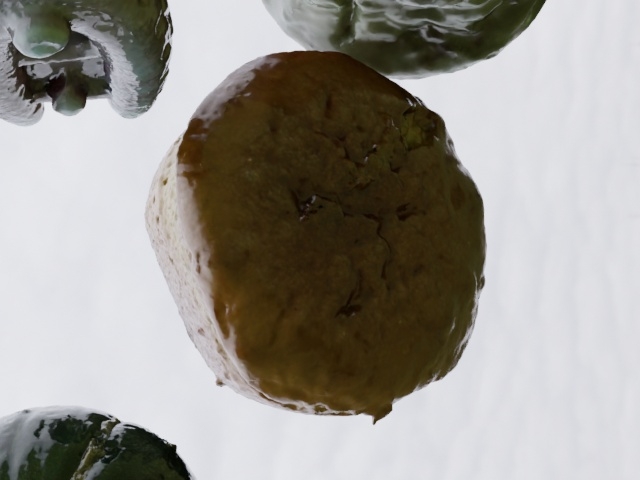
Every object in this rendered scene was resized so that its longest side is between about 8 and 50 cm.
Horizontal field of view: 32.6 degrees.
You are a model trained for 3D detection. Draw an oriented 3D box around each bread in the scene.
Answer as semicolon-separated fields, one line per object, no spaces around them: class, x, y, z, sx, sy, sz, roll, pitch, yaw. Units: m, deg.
bread;-0.001;-0.006;0.922;0.312;0.172;0.312;7;-103;-32

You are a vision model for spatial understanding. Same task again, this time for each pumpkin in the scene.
pumpkin;-0.166;0.197;0.706;0.146;0.190;0.190;6;-91;-65

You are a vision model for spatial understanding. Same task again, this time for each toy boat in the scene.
toy boat;-0.177;-0.128;0.743;0.227;0.155;0.085;104;162;-68

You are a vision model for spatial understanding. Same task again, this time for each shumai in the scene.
shumai;0.048;-0.314;0.897;0.323;0.324;0.397;-47;-34;-68
